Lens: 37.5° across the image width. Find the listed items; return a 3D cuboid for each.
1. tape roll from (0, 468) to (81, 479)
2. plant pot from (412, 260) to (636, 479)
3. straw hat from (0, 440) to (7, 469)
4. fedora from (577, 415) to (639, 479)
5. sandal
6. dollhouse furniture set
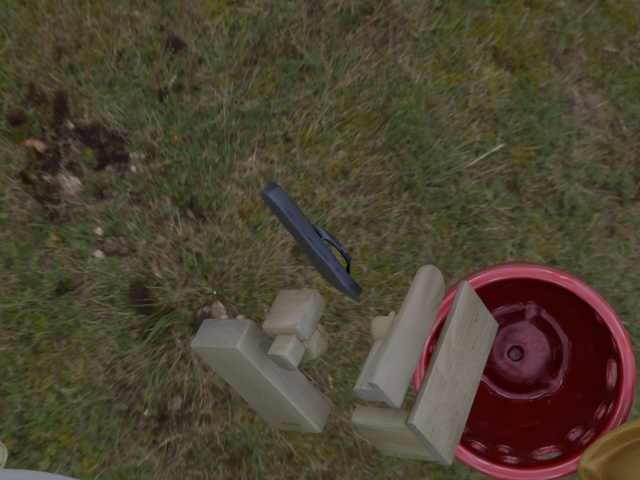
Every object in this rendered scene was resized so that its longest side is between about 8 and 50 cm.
[{"bbox_3d":[-0.318,0.305,0.737,0.392,0.392,0.072,-3,106,-7],"label":"tape roll"},{"bbox_3d":[0.189,0.114,0.884,0.191,0.174,0.191,0,90,13],"label":"plant pot"},{"bbox_3d":[-0.423,0.243,1.027,0.144,0.144,0.061,-24,116,-7],"label":"straw hat"},{"bbox_3d":[0.265,0.191,0.733,0.079,0.194,0.194,36,83,-21],"label":"fedora"},{"bbox_3d":[0.000,0.000,1.559,0.054,0.097,0.254,-42,112,-12],"label":"sandal"},{"bbox_3d":[0.022,0.071,0.706,0.144,0.151,0.123,51,51,-34],"label":"dollhouse furniture set"}]
